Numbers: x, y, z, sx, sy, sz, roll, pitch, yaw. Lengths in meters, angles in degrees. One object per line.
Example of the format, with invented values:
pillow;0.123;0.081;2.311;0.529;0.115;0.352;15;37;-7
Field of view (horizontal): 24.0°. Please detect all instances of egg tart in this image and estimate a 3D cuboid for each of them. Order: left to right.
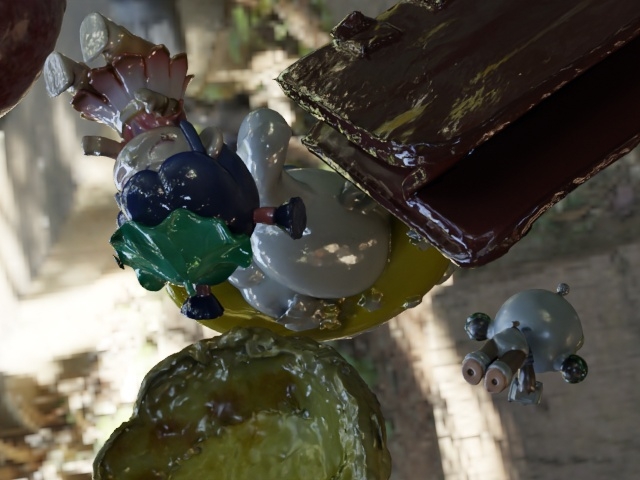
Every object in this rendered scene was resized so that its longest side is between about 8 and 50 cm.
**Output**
egg tart;-0.045;0.153;0.922;0.090;0.212;0.212;50;-172;-46

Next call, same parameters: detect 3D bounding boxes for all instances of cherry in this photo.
cherry;-0.356;-0.232;1.557;0.175;0.249;0.192;37;177;16

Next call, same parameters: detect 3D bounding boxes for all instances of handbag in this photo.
handbag;0.119;-0.119;0.897;0.084;0.260;0.275;56;172;-25

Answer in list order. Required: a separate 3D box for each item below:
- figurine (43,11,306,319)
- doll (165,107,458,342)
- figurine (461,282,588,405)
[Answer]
figurine;-0.095;-0.052;0.970;0.111;0.102;0.195;-38;61;32
doll;0.000;0.000;1.194;0.237;0.252;0.111;-44;43;43
figurine;0.218;0.116;1.623;0.147;0.197;0.093;24;130;25
